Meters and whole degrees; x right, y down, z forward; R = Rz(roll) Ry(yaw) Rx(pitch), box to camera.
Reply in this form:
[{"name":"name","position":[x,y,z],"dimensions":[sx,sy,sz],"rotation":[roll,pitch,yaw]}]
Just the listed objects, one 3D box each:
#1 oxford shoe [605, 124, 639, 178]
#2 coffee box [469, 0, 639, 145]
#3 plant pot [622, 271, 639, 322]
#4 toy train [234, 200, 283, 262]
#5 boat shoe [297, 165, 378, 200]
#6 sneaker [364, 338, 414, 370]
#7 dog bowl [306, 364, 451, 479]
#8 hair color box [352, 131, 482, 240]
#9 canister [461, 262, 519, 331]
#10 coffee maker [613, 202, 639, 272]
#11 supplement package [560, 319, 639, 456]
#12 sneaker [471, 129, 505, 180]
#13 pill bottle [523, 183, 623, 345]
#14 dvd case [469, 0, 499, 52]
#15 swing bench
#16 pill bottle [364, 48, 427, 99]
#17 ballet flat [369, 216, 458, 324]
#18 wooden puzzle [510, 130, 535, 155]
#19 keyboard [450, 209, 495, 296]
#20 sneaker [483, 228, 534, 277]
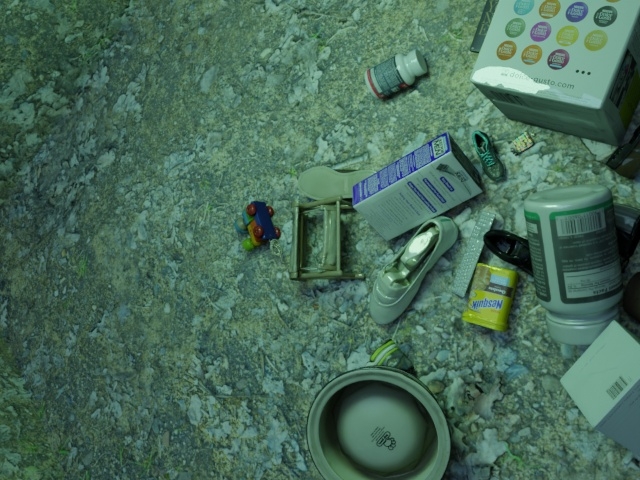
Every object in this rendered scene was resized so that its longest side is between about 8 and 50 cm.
[{"name":"oxford shoe","position":[0.846,-0.254,1.661],"dimensions":[0.096,0.083,0.227],"rotation":[41,104,7]},{"name":"coffee box","position":[0.640,-0.477,1.660],"dimensions":[0.338,0.338,0.334],"rotation":[23,95,33]},{"name":"plant pot","position":[0.850,0.155,1.527],"dimensions":[0.230,0.215,0.215],"rotation":[22,95,48]},{"name":"toy train","position":[-0.220,-0.002,2.297],"dimensions":[0.143,0.105,0.248],"rotation":[-34,66,36]},{"name":"boat shoe","position":[0.076,-0.183,2.128],"dimensions":[0.324,0.097,0.116],"rotation":[2,89,34]},{"name":"sneaker","position":[0.169,0.450,1.969],"dimensions":[0.121,0.111,0.300],"rotation":[37,105,27]},{"name":"dog bowl","position":[0.173,0.541,1.859],"dimensions":[0.408,0.150,0.408],"rotation":[1,96,15]},{"name":"hair color box","position":[0.282,-0.153,1.925],"dimensions":[0.339,0.185,0.110],"rotation":[-27,38,27]},{"name":"canister","position":[0.480,0.158,1.828],"dimensions":[0.126,0.073,0.170],"rotation":[14,89,34]},{"name":"coffee maker","position":[0.722,-0.030,1.670],"dimensions":[0.178,0.120,0.171],"rotation":[28,99,33]},{"name":"supplement package","position":[0.741,0.360,1.479],"dimensions":[0.263,0.198,0.199],"rotation":[32,105,-12]},{"name":"sneaker","position":[0.480,-0.249,1.887],"dimensions":[0.065,0.076,0.166],"rotation":[-31,68,27]},{"name":"pill bottle","position":[0.623,0.058,1.588],"dimensions":[0.204,0.204,0.361],"rotation":[-4,104,33]},{"name":"dvd case","position":[0.556,-0.659,1.934],"dimensions":[0.164,0.018,0.221],"rotation":[22,95,34]},{"name":"swing bench","position":[0.000,0.000,2.109],"dimensions":[0.255,0.165,0.253],"rotation":[-5,81,33]},{"name":"pill bottle","position":[0.241,-0.532,2.066],"dimensions":[0.180,0.108,0.108],"rotation":[-21,72,29]},{"name":"ballet flat","position":[0.254,0.085,1.952],"dimensions":[0.139,0.139,0.400],"rotation":[46,108,29]},{"name":"wooden puzzle","position":[0.582,-0.283,1.867],"dimensions":[0.083,0.006,0.049],"rotation":[-32,67,25]},{"name":"keyboard","position":[0.442,0.037,1.884],"dimensions":[0.072,0.014,0.256],"rotation":[-147,75,-71]},{"name":"sneaker","position":[0.568,0.051,1.755],"dimensions":[0.283,0.124,0.107],"rotation":[25,97,33]}]
